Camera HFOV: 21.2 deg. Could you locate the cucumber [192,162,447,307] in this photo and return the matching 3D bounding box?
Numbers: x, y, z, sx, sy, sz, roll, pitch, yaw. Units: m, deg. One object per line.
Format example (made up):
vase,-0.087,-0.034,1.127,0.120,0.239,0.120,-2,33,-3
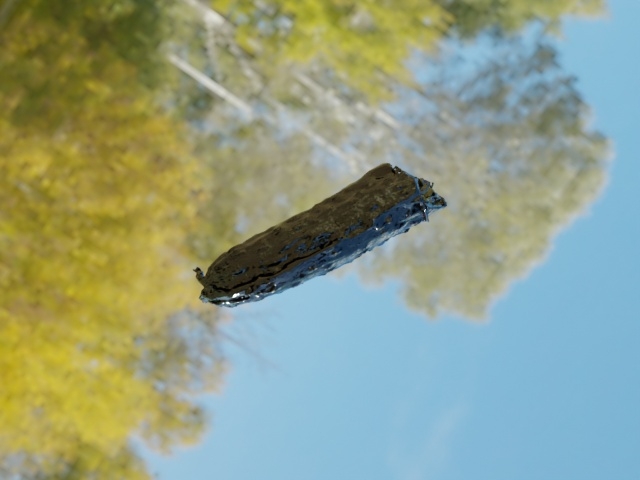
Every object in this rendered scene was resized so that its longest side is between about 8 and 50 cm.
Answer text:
cucumber,0.000,0.000,1.155,0.181,0.053,0.053,-28,-166,-7
